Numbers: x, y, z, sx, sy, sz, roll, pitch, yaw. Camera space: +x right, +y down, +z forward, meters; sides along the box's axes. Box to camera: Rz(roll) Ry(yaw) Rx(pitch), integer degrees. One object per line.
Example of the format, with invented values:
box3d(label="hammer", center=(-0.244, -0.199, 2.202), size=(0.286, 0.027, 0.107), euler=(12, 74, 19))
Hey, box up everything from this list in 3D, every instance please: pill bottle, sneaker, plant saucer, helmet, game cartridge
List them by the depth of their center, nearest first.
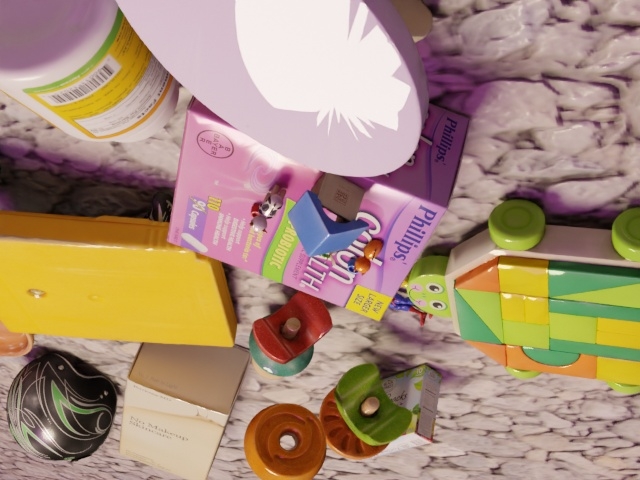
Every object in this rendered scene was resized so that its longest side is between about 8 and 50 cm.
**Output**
box3d(label="pill bottle", center=(-0.198, -0.161, 0.758), size=(0.136, 0.136, 0.246), euler=(13, 174, 8))
box3d(label="sneaker", center=(-0.197, -0.021, 1.087), size=(0.043, 0.040, 0.109), euler=(18, 144, 6))
box3d(label="game cartridge", center=(-0.279, 0.052, 1.149), size=(0.323, 0.053, 0.285), euler=(3, 151, 3))
box3d(label="plant saucer", center=(-0.544, 0.116, 1.435), size=(0.200, 0.037, 0.200), euler=(12, 144, 9))
box3d(label="helmet", center=(-0.441, 0.279, 1.512), size=(0.169, 0.169, 0.161), euler=(-16, 149, 39))

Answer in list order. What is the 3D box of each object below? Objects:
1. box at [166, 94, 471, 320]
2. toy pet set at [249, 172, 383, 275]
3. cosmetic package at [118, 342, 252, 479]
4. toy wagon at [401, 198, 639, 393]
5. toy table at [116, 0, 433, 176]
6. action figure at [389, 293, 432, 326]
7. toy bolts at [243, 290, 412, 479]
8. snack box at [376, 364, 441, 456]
box3d(label="box", center=(-0.011, -0.056, 0.887), size=(0.243, 0.117, 0.213), euler=(20, 145, -2))
box3d(label="toy pet set", center=(0.000, 0.000, 0.798), size=(0.122, 0.065, 0.114), euler=(28, 144, -12))
box3d(label="cosmetic package", center=(-0.217, 0.257, 1.407), size=(0.160, 0.113, 0.309), euler=(20, 146, 0))
box3d(label="toy wagon", center=(0.235, 0.067, 0.979), size=(0.344, 0.068, 0.267), euler=(5, 142, 19))
box3d(label="toy table", center=(-0.020, -0.193, 0.671), size=(0.252, 0.161, 0.274), euler=(-11, 134, 36))
box3d(label="action figure", center=(0.080, 0.069, 1.090), size=(0.115, 0.030, 0.038), euler=(27, 149, -7))
box3d(label="toy bolts", center=(-0.033, 0.204, 1.164), size=(0.228, 0.218, 0.158), euler=(56, 154, 15))
box3d(label="snack box", center=(0.101, 0.236, 1.238), size=(0.037, 0.100, 0.141), euler=(32, 142, -24))
